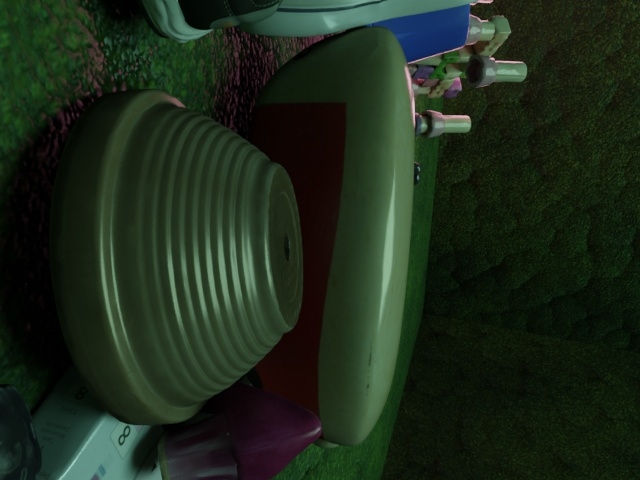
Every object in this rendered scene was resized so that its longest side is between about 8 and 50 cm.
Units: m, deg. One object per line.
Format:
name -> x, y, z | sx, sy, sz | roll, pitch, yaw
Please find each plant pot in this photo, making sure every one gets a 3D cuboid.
plant pot -> -0.076, 0.008, 0.410 | 0.237, 0.109, 0.238 | -5, 90, -81

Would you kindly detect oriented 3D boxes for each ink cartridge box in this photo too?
ink cartridge box -> -0.178, 0.226, 0.379 | 0.232, 0.066, 0.189 | -70, 162, -47

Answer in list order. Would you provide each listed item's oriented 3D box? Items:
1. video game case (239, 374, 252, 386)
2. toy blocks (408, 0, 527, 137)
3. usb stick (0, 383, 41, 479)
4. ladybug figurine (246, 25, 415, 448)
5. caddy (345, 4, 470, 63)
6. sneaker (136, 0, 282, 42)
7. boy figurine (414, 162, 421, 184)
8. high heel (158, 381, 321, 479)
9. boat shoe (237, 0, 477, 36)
video game case -> -0.090, 0.257, 0.761 | 0.201, 0.023, 0.184 | -43, 140, -65
toy blocks -> 0.247, -0.423, 1.290 | 0.288, 0.259, 0.309 | 131, -49, -64
usb stick -> -0.217, 0.140, 0.200 | 0.278, 0.045, 0.077 | -38, 119, -68
ladybug figurine -> 0.000, 0.000, 0.610 | 0.305, 0.161, 0.450 | 157, -63, -89
caddy -> 0.071, -0.370, 0.701 | 0.341, 0.179, 0.241 | 70, 12, -51
sneaker -> -0.031, -0.242, 0.421 | 0.100, 0.107, 0.272 | 69, 35, -51
boy figurine -> 0.196, -0.073, 1.469 | 0.177, 0.092, 0.285 | 78, 22, -58
high heel -> -0.067, 0.154, 0.511 | 0.244, 0.117, 0.082 | 120, -41, -80
boat shoe -> 0.044, -0.264, 0.556 | 0.096, 0.267, 0.088 | -111, -169, -54
